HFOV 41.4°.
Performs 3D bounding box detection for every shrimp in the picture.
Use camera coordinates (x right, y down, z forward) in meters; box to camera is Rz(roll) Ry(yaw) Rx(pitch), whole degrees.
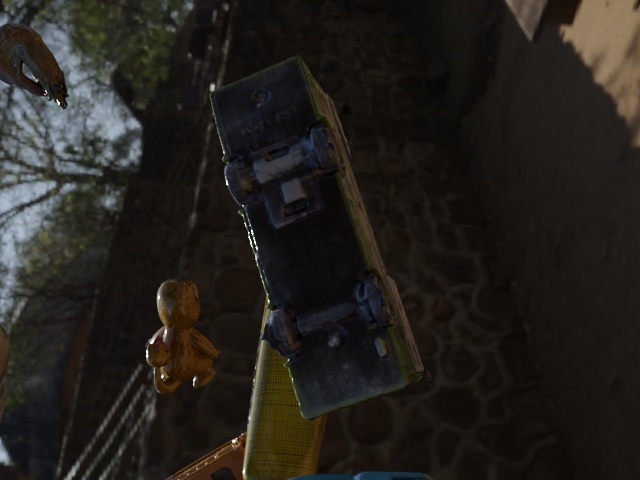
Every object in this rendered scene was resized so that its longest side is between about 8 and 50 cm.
[{"bbox_3d":[-0.484,-0.286,1.415,0.101,0.190,0.042,-44,-10,1],"label":"shrimp"}]

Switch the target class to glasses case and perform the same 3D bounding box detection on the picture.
[{"bbox_3d":[-0.030,0.147,0.866,0.064,0.079,0.234,110,169,-51],"label":"glasses case"}]

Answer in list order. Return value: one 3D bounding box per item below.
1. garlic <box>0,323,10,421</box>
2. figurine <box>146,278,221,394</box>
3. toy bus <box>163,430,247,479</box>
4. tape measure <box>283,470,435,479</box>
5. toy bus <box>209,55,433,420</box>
[{"bbox_3d":[-0.372,0.093,0.658,0.256,0.207,0.207,37,129,34],"label":"garlic"},{"bbox_3d":[-0.217,0.143,1.246,0.122,0.121,0.176,-40,-45,-64],"label":"figurine"},{"bbox_3d":[-0.138,0.331,1.155,0.083,0.194,0.088,60,168,5],"label":"toy bus"},{"bbox_3d":[0.021,0.173,0.428,0.125,0.146,0.081,57,-147,-40],"label":"tape measure"},{"bbox_3d":[0.000,0.000,0.749,0.139,0.113,0.302,34,-143,-71],"label":"toy bus"}]
